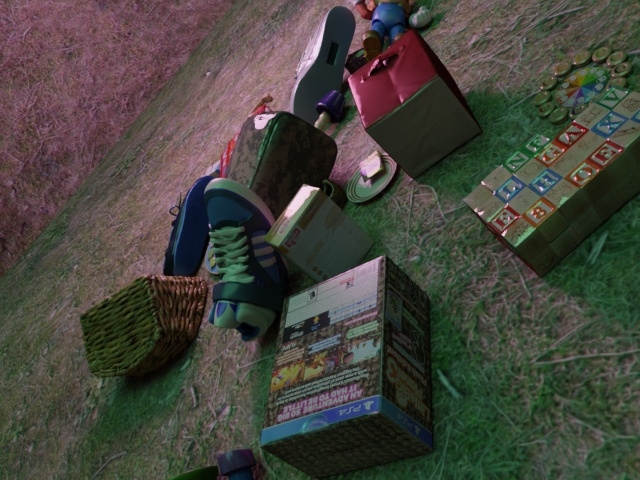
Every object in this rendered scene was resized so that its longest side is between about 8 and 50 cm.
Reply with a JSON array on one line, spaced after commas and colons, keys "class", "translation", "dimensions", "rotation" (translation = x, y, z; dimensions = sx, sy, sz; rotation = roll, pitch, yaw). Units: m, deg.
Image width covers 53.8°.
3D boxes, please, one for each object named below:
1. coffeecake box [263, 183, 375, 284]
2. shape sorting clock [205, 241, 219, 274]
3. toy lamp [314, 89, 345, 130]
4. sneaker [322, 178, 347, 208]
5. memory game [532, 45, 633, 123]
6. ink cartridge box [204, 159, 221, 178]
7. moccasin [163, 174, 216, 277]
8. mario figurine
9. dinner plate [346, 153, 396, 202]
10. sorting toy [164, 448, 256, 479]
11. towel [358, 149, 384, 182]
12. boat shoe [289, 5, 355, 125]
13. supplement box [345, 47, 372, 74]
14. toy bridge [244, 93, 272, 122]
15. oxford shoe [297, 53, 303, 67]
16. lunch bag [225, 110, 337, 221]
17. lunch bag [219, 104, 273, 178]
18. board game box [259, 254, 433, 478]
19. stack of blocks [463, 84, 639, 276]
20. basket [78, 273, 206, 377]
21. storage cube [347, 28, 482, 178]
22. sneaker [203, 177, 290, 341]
[{"class": "coffeecake box", "translation": [0.000, 0.000, 1.280], "dimensions": [0.142, 0.185, 0.068], "rotation": [-54, 33, -10]}, {"class": "shape sorting clock", "translation": [-0.240, 0.000, 1.705], "dimensions": [0.206, 0.040, 0.206], "rotation": [-31, 36, 26]}, {"class": "toy lamp", "translation": [-0.018, -0.289, 1.712], "dimensions": [0.080, 0.080, 0.275], "rotation": [10, 62, 54]}, {"class": "sneaker", "translation": [-0.003, -0.055, 1.450], "dimensions": [0.066, 0.071, 0.188], "rotation": [-9, 48, 45]}, {"class": "memory game", "translation": [0.483, -0.290, 1.173], "dimensions": [0.186, 0.012, 0.186], "rotation": [-31, 37, 26]}, {"class": "ink cartridge box", "translation": [-0.355, -0.226, 2.095], "dimensions": [0.083, 0.028, 0.048], "rotation": [-29, 37, 29]}, {"class": "moccasin", "translation": [-0.394, -0.046, 1.853], "dimensions": [0.116, 0.137, 0.342], "rotation": [-21, 40, 43]}, {"class": "mario figurine", "translation": [0.186, -0.651, 1.753], "dimensions": [0.170, 0.198, 0.321], "rotation": [-37, 36, 41]}, {"class": "dinner plate", "translation": [0.119, -0.140, 1.446], "dimensions": [0.141, 0.017, 0.141], "rotation": [-30, 37, 26]}, {"class": "sorting toy", "translation": [-0.254, 0.503, 1.164], "dimensions": [0.365, 0.127, 0.126], "rotation": [-30, 65, 22]}, {"class": "towel", "translation": [0.118, -0.172, 1.457], "dimensions": [0.060, 0.009, 0.083], "rotation": [-34, 35, 20]}, {"class": "boat shoe", "translation": [-0.017, -0.499, 1.851], "dimensions": [0.156, 0.135, 0.367], "rotation": [9, 82, 67]}, {"class": "supplement box", "translation": [0.118, -0.523, 1.828], "dimensions": [0.083, 0.043, 0.055], "rotation": [-16, 46, 41]}, {"class": "toy bridge", "translation": [-0.224, -0.423, 2.149], "dimensions": [0.063, 0.026, 0.188], "rotation": [-6, 51, 49]}, {"class": "oxford shoe", "translation": [0.011, -0.609, 2.034], "dimensions": [0.096, 0.083, 0.227], "rotation": [2, 55, 28]}, {"class": "lunch bag", "translation": [-0.132, -0.155, 1.536], "dimensions": [0.256, 0.212, 0.305], "rotation": [11, 80, 53]}, {"class": "lunch bag", "translation": [-0.201, -0.246, 1.832], "dimensions": [0.258, 0.120, 0.293], "rotation": [-47, 23, 15]}, {"class": "board game box", "translation": [0.049, 0.208, 1.042], "dimensions": [0.232, 0.141, 0.291], "rotation": [-26, 39, 32]}, {"class": "stack of blocks", "translation": [0.397, -0.105, 1.007], "dimensions": [0.297, 0.087, 0.171], "rotation": [-43, 32, 9]}, {"class": "basket", "translation": [-0.441, 0.236, 1.648], "dimensions": [0.299, 0.223, 0.214], "rotation": [-29, 70, 28]}, {"class": "storage cube", "translation": [0.198, -0.285, 1.332], "dimensions": [0.183, 0.215, 0.193], "rotation": [-34, 41, 21]}, {"class": "sneaker", "translation": [-0.173, 0.060, 1.303], "dimensions": [0.130, 0.323, 0.236], "rotation": [-4, 43, 26]}]
